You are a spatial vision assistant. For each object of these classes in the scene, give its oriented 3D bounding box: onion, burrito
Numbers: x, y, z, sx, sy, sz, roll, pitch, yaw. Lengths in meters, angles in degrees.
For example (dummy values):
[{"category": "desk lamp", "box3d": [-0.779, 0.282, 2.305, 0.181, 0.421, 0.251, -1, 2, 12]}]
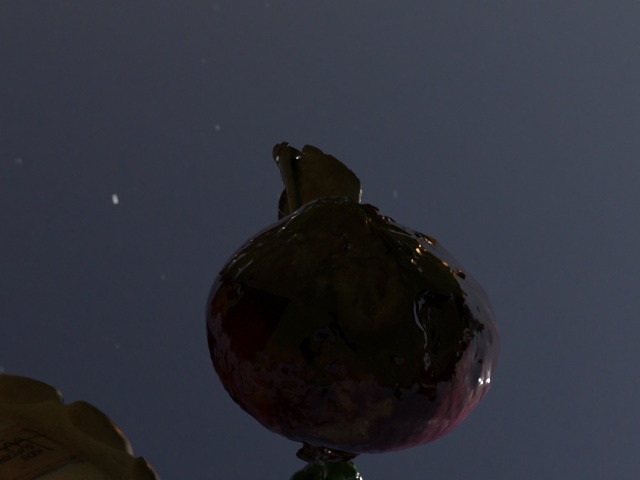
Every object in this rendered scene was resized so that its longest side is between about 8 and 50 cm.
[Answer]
[{"category": "onion", "box3d": [0.010, 0.035, 0.405, 0.107, 0.097, 0.107, 13, -161, -4]}, {"category": "burrito", "box3d": [0.000, 0.000, 0.701, 0.055, 0.041, 0.149, 1, -126, -7]}]

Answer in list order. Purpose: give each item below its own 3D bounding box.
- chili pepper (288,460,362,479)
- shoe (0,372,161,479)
[{"category": "chili pepper", "box3d": [-0.028, 0.245, 0.857, 0.062, 0.216, 0.108, 22, -150, -5]}, {"category": "shoe", "box3d": [-0.265, 0.175, 0.657, 0.351, 0.172, 0.198, 19, -157, 12]}]
